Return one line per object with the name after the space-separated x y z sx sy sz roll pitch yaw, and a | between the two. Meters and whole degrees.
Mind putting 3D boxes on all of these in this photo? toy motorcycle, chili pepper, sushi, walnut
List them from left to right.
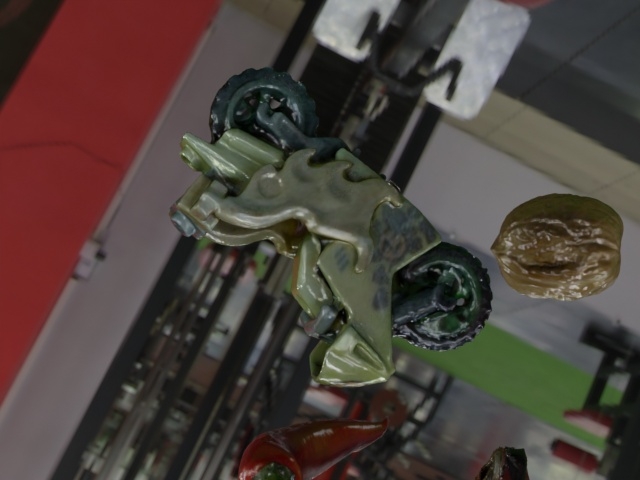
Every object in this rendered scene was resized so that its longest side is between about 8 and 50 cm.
-0.024 0.273 1.444 0.137 0.091 0.368 -18 -179 19 | chili pepper
0.000 0.000 1.289 0.410 0.237 0.169 46 163 -1 | toy motorcycle
0.266 0.418 1.665 0.097 0.226 0.103 -2 150 10 | sushi
0.333 0.011 1.594 0.184 0.155 0.155 0 159 16 | walnut
